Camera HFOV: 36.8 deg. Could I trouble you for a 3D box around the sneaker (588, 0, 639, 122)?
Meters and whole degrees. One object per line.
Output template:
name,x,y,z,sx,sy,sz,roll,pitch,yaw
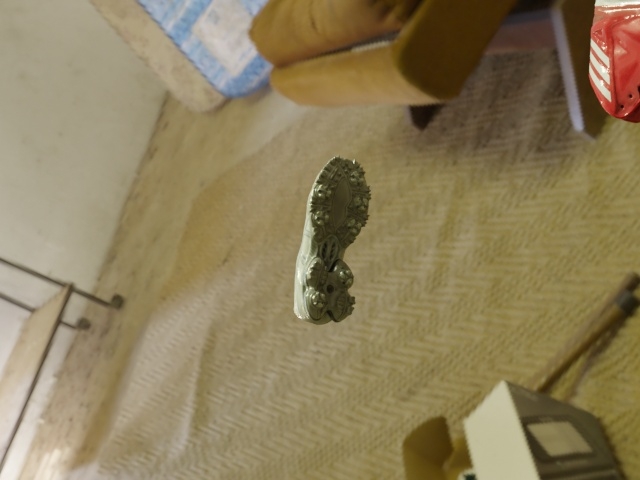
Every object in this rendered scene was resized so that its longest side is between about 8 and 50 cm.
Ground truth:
sneaker,0.329,-0.163,0.853,0.221,0.087,0.128,30,119,60

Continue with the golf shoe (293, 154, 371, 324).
golf shoe,0.000,0.000,0.987,0.086,0.069,0.176,-21,54,62
